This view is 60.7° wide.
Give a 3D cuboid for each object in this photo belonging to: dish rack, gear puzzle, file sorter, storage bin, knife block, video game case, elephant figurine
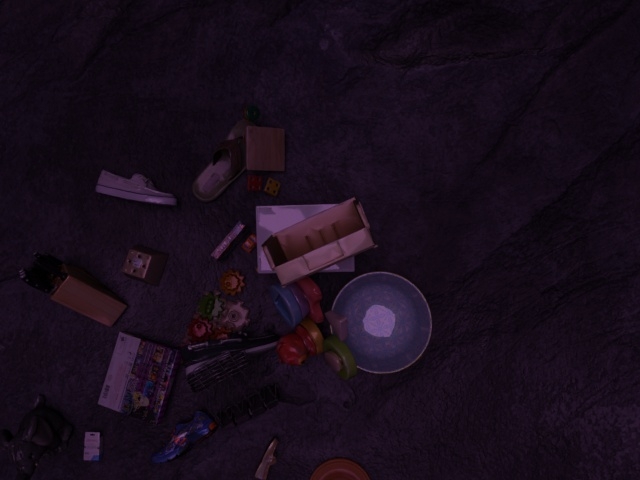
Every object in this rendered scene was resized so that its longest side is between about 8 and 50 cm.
[{"bbox_3d":[-0.253,0.423,1.579,0.208,0.074,0.272,-28,123,-1],"label":"dish rack"},{"bbox_3d":[-0.314,0.250,1.688,0.175,0.044,0.339,22,86,5],"label":"gear puzzle"},{"bbox_3d":[-0.040,-0.009,1.630,0.277,0.173,0.193,-1,93,3],"label":"file sorter"},{"bbox_3d":[0.000,0.000,1.415,0.262,0.260,0.123,-24,96,4],"label":"storage bin"},{"bbox_3d":[-0.741,0.146,1.620,0.275,0.242,0.088,38,88,5],"label":"knife block"},{"bbox_3d":[-0.551,0.417,1.669,0.210,0.042,0.232,14,85,14],"label":"video game case"},{"bbox_3d":[-0.841,0.583,1.581,0.185,0.239,0.170,27,86,5],"label":"elephant figurine"}]

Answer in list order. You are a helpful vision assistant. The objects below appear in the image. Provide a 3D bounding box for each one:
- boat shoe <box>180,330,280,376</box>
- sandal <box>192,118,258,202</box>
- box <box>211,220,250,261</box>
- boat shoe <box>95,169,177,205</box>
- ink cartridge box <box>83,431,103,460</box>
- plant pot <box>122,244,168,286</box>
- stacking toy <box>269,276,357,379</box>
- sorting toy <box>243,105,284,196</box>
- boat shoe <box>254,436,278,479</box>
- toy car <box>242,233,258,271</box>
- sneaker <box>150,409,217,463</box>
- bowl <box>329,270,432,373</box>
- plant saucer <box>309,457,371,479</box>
[{"bbox_3d":[-0.260,0.314,1.616,0.302,0.114,0.091,-10,67,-29],"label":"boat shoe"},{"bbox_3d":[-0.291,-0.248,1.716,0.120,0.086,0.303,35,87,5],"label":"sandal"},{"bbox_3d":[-0.276,0.004,1.687,0.027,0.094,0.137,40,87,5],"label":"box"},{"bbox_3d":[-0.575,-0.167,1.723,0.267,0.096,0.088,12,89,12],"label":"boat shoe"},{"bbox_3d":[-0.696,0.628,1.676,0.048,0.028,0.084,1,85,3],"label":"ink cartridge box"},{"bbox_3d":[-0.552,0.075,1.691,0.108,0.096,0.109,18,86,4],"label":"plant pot"},{"bbox_3d":[-0.039,0.263,1.503,0.130,0.279,0.309,-27,128,-23],"label":"stacking toy"},{"bbox_3d":[-0.179,-0.275,1.705,0.132,0.046,0.275,-3,95,-34],"label":"sorting toy"},{"bbox_3d":[-0.153,0.656,1.640,0.045,0.050,0.136,26,96,2],"label":"boat shoe"},{"bbox_3d":[-0.200,0.039,1.706,0.060,0.040,0.122,-32,83,-1],"label":"toy car"},{"bbox_3d":[-0.419,0.595,1.650,0.221,0.083,0.087,-34,70,-6],"label":"sneaker"},{"bbox_3d":[0.173,0.239,1.610,0.289,0.156,0.290,0,84,2],"label":"bowl"},{"bbox_3d":[0.058,0.753,1.624,0.199,0.037,0.200,0,84,2],"label":"plant saucer"}]
